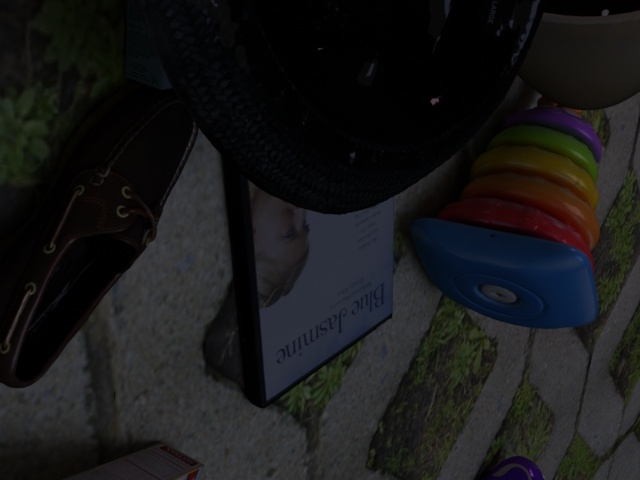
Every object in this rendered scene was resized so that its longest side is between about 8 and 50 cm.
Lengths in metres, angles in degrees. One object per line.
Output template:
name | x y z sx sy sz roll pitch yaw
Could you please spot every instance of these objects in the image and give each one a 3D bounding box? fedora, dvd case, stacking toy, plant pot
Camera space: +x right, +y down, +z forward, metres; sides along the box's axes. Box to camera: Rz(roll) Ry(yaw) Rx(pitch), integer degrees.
fedora | -0.005 -0.179 0.430 0.334 0.152 0.334 -28 130 -40
dvd case | 0.000 0.000 0.719 0.180 0.022 0.253 -31 132 -38
stacking toy | 0.224 -0.076 0.874 0.302 0.175 0.166 -68 152 -21
plant pot | 0.234 -0.226 0.725 0.257 0.256 0.274 -60 157 -7

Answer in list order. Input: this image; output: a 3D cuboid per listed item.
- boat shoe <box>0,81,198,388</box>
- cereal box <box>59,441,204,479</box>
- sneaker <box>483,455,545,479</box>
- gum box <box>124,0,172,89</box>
boat shoe | -0.133 -0.005 0.511 0.207 0.073 0.073 -57 142 -14
cereal box | -0.167 0.232 0.553 0.173 0.047 0.240 -65 167 0
sneaker | 0.203 0.408 1.132 0.293 0.102 0.146 -55 142 -14
gum box | -0.046 -0.195 0.536 0.157 0.041 0.184 -18 123 -45
